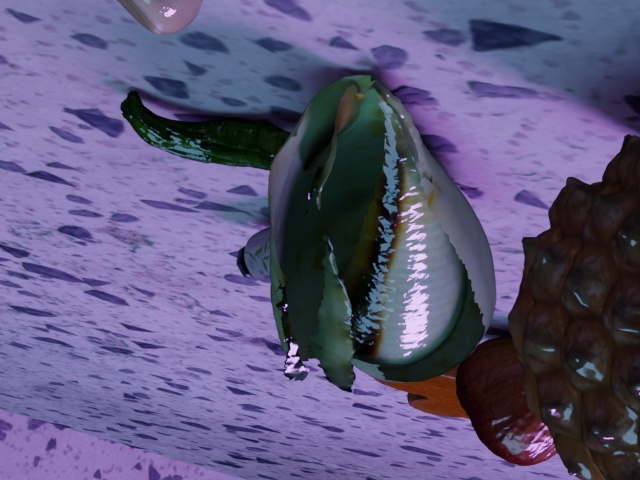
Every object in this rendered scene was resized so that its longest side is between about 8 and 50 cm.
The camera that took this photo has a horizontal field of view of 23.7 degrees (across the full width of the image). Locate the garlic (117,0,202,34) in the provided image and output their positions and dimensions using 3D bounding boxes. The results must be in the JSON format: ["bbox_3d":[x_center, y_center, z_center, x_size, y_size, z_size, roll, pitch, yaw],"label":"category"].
[{"bbox_3d":[-0.085,-0.129,0.729,0.083,0.041,0.053,33,169,-35],"label":"garlic"}]

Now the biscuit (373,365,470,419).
[{"bbox_3d":[0.183,0.156,1.546,0.324,0.049,0.205,20,162,-31],"label":"biscuit"}]

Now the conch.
[{"bbox_3d":[0.025,0.011,0.933,0.143,0.137,0.250,-25,162,11],"label":"conch"}]

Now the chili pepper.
[{"bbox_3d":[-0.066,-0.066,0.961,0.117,0.035,0.055,19,154,12],"label":"chili pepper"}]

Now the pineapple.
[{"bbox_3d":[0.257,0.009,0.699,0.222,0.223,0.357,18,153,-23],"label":"pineapple"}]

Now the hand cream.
[{"bbox_3d":[0.000,0.000,1.130,0.067,0.042,0.194,22,158,-29],"label":"hand cream"}]

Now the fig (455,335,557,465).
[{"bbox_3d":[0.193,0.140,1.349,0.119,0.119,0.153,21,162,-31],"label":"fig"}]
